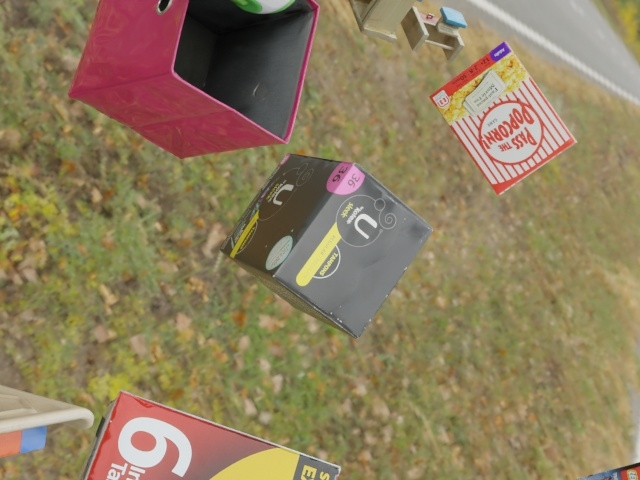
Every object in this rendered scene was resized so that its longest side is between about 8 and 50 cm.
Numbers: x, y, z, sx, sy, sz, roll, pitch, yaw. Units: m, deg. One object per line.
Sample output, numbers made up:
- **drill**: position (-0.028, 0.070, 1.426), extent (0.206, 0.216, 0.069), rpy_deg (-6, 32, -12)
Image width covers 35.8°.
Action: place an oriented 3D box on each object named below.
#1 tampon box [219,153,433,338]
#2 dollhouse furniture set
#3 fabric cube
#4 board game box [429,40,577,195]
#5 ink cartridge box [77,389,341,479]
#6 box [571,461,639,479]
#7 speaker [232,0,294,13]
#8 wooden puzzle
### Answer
- **tampon box**: position (0.000, 0.000, 0.903), extent (0.101, 0.120, 0.161), rpy_deg (38, -8, -22)
- **dollhouse furniture set**: position (0.154, -0.391, 1.563), extent (0.183, 0.129, 0.129), rpy_deg (10, 47, -32)
- **fabric cube**: position (-0.197, -0.302, 1.573), extent (0.259, 0.258, 0.254), rpy_deg (28, 68, -44)
- **board game box**: position (0.287, -0.191, 1.558), extent (0.193, 0.146, 0.045), rpy_deg (55, 18, 5)
- **ink cartridge box**: position (-0.102, 0.320, 0.838), extent (0.271, 0.130, 0.310), rpy_deg (21, 71, -11)
- **box**: position (0.229, 0.249, 0.765), extent (0.027, 0.094, 0.137), rpy_deg (26, 50, -41)
- **speaker**: position (-0.130, -0.394, 1.318), extent (0.296, 0.131, 0.131), rpy_deg (9, 56, -65)
- **wooden puzzle**: position (-0.529, 0.232, 1.302), extent (0.348, 0.322, 0.081), rpy_deg (12, 87, -60)
